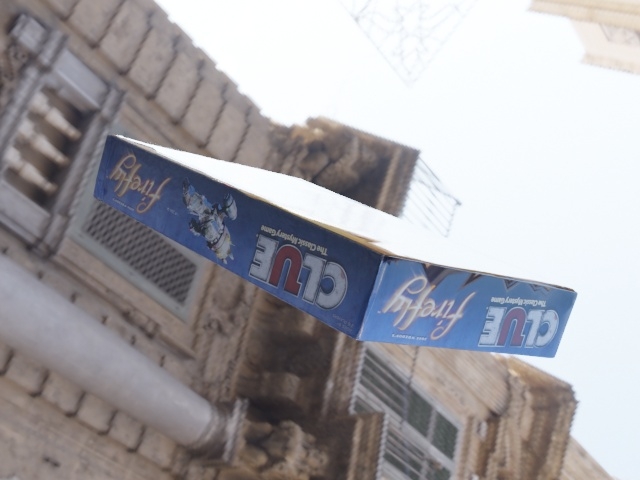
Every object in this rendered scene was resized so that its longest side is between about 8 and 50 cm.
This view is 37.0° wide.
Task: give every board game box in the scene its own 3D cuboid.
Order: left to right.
[{"bbox_3d":[0.000,0.000,0.553,0.243,0.165,0.042,25,-80,45],"label":"board game box"}]
